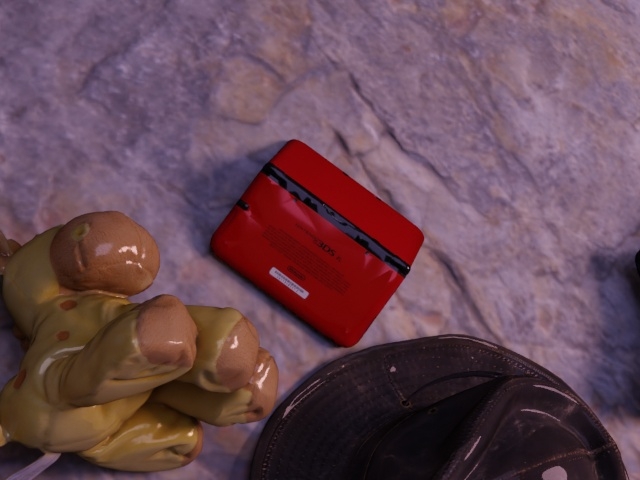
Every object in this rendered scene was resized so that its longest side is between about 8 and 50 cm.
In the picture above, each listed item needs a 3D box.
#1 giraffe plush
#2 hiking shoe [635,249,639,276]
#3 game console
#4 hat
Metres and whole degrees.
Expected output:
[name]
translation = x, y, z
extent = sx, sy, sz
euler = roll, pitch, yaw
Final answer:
[giraffe plush]
translation = -0.152, 0.057, 0.816
extent = 0.210, 0.181, 0.170
euler = -22, 58, 4
[hiking shoe]
translation = 0.320, 0.058, 1.053
extent = 0.114, 0.086, 0.227
euler = 29, 49, 11
[game console]
translation = 0.000, 0.000, 0.979
extent = 0.144, 0.085, 0.124
euler = 36, 86, 0
[hat]
translation = 0.123, 0.188, 0.854
extent = 0.331, 0.134, 0.331
euler = 10, 59, -18
